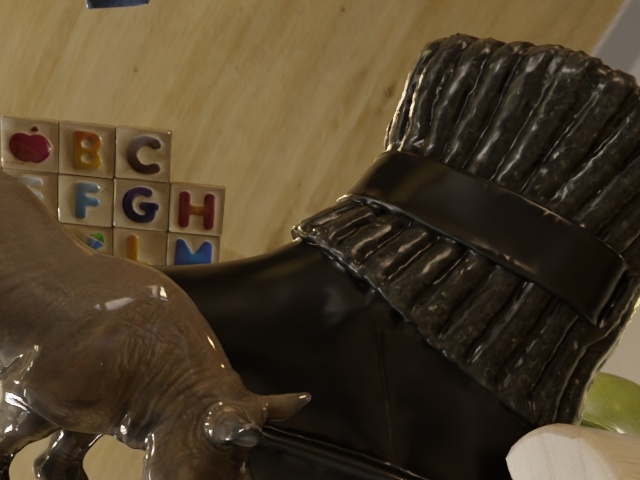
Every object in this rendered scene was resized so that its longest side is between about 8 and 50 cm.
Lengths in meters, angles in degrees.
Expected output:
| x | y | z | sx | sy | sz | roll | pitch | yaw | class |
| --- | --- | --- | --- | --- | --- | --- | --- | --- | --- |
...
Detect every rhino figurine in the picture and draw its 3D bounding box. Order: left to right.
| x | y | z | sx | sy | sz | roll | pitch | yaw | class |
| --- | --- | --- | --- | --- | --- | --- | --- | --- | --- |
| -0.096 | 0.051 | 0.426 | 0.243 | 0.073 | 0.106 | 32 | -80 | 17 | rhino figurine |

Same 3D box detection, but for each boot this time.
| x | y | z | sx | sy | sz | roll | pitch | yaw | class |
| --- | --- | --- | --- | --- | --- | --- | --- | --- | --- |
| 0.002 | 0.001 | 0.584 | 0.348 | 0.131 | 0.260 | 20 | -97 | 11 | boot |

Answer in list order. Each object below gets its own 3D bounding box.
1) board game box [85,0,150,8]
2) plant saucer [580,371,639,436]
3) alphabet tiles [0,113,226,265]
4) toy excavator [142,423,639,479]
| x | y | z | sx | sy | sz | roll | pitch | yaw | class |
| --- | --- | --- | --- | --- | --- | --- | --- | --- | --- |
| -0.135 | -0.293 | 0.690 | 0.042 | 0.165 | 0.243 | -3 | -51 | -6 | board game box |
| 0.208 | 0.224 | 0.858 | 0.037 | 0.241 | 0.241 | -2 | -57 | -37 | plant saucer |
| -0.251 | 0.031 | 1.175 | 0.285 | 0.011 | 0.343 | 6 | -61 | -3 | alphabet tiles |
| 0.039 | 0.227 | 0.617 | 0.222 | 0.445 | 0.433 | 12 | -73 | -22 | toy excavator |
